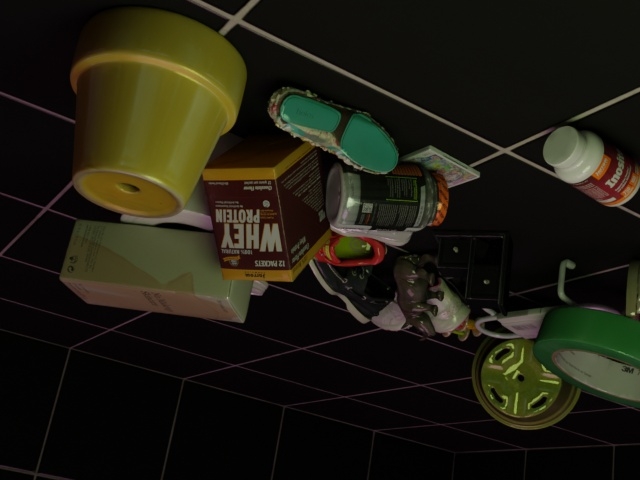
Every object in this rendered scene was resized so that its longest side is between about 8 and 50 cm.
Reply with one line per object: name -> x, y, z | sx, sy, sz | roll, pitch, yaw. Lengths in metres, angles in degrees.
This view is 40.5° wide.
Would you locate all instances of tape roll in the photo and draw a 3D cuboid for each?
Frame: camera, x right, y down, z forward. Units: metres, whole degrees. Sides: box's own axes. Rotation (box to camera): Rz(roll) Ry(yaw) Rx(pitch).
tape roll -> -0.227, -0.083, 1.585 | 0.246, 0.169, 0.246 | 9, 158, 3
tape roll -> 0.597, 0.243, 1.756 | 0.321, 0.077, 0.321 | 24, 162, 8

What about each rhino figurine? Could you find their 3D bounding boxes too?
rhino figurine -> 0.218, 0.129, 1.942 | 0.106, 0.073, 0.243 | 11, 129, 28

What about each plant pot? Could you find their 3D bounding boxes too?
plant pot -> 0.490, 0.328, 2.093 | 0.276, 0.275, 0.254 | 3, 173, 17
plant pot -> -0.254, -0.172, 1.272 | 0.254, 0.238, 0.254 | 8, 158, 3

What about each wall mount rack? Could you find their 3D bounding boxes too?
wall mount rack -> 0.531, 0.151, 1.924 | 0.304, 0.130, 0.350 | 30, 151, -35

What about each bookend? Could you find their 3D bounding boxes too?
bookend -> 0.300, 0.064, 1.744 | 0.157, 0.156, 0.072 | 2, 158, 21

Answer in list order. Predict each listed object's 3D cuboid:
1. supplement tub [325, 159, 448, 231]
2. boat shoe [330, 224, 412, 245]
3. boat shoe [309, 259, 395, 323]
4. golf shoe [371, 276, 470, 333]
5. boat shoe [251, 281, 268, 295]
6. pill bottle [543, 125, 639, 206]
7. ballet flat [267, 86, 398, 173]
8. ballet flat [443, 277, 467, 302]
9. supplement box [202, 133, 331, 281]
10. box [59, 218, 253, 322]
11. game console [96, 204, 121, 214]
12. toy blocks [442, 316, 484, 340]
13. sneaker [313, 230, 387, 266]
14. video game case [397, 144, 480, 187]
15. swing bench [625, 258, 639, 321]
supplement tub -> 0.112, -0.074, 1.470 | 0.191, 0.116, 0.117 | 3, 161, -15
boat shoe -> 0.097, -0.038, 1.711 | 0.184, 0.066, 0.063 | 18, 138, -6
boat shoe -> 0.073, 0.074, 1.940 | 0.113, 0.127, 0.340 | -27, 136, 14
golf shoe -> 0.217, 0.143, 2.091 | 0.306, 0.115, 0.140 | -6, 125, 47
boat shoe -> -0.272, 0.113, 2.202 | 0.277, 0.096, 0.098 | 13, 158, -9
pill bottle -> 0.415, -0.116, 1.330 | 0.152, 0.086, 0.086 | 23, 155, -32
ballet flat -> 0.019, -0.181, 1.376 | 0.241, 0.091, 0.077 | 27, -176, -28
ballet flat -> 0.318, 0.095, 1.964 | 0.058, 0.049, 0.173 | -7, 154, 34
supplement box -> -0.083, -0.059, 1.441 | 0.129, 0.191, 0.194 | 1, 113, 22
box -> -0.286, 0.055, 1.558 | 0.311, 0.121, 0.148 | 6, 158, 11
game console -> -0.314, -0.084, 1.796 | 0.362, 0.043, 0.213 | 13, 160, -6
toy blocks -> 0.332, 0.213, 2.253 | 0.148, 0.054, 0.123 | 18, 157, -20
sneaker -> 0.000, 0.000, 1.745 | 0.279, 0.107, 0.118 | 4, -168, -10
video game case -> 0.203, -0.126, 1.503 | 0.122, 0.011, 0.087 | 24, 155, -31
swing bench -> 0.746, 0.126, 1.709 | 0.254, 0.165, 0.254 | 1, 152, 23
